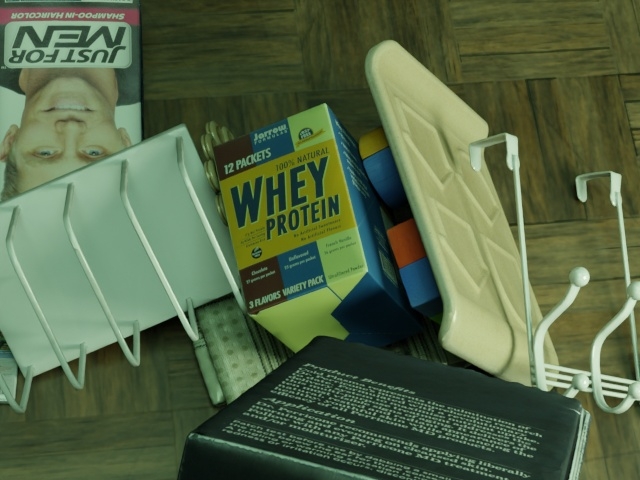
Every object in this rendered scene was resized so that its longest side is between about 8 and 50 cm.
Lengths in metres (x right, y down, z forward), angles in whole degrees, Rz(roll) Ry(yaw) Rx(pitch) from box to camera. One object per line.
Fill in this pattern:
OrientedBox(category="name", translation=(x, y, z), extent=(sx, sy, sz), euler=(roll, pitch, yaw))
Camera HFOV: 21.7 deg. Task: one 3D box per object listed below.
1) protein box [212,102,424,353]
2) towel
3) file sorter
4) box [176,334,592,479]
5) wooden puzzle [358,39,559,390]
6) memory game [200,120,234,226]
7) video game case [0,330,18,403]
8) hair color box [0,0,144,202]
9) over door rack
OrientedBox(category="protein box", translation=(0.000, 0.000, 1.792), extent=(0.136, 0.200, 0.201), euler=(-20, 63, 13))
OrientedBox(category="towel", translation=(-0.008, 0.049, 1.931), extent=(0.312, 0.056, 0.324), euler=(-14, 64, -16))
OrientedBox(category="file sorter", translation=(-0.228, 0.034, 1.759), extent=(0.277, 0.173, 0.193), euler=(-23, 107, 0))
OrientedBox(category="box", translation=(0.031, 0.371, 1.422), extent=(0.297, 0.472, 0.480), euler=(15, 98, 11))
OrientedBox(category="wooden puzzle", translation=(0.143, -0.012, 1.856), extent=(0.080, 0.322, 0.348), euler=(-22, 66, 21))
OrientedBox(category="memory game", translation=(-0.087, -0.045, 1.842), extent=(0.012, 0.186, 0.186), euler=(-20, 65, 13))
OrientedBox(category="video game case", translation=(-0.380, 0.122, 1.867), extent=(0.087, 0.011, 0.122), euler=(2, 64, -5))
OrientedBox(category="hair color box", translation=(-0.292, -0.136, 1.950), extent=(0.174, 0.105, 0.347), euler=(-1, 65, -6))
OrientedBox(category="over door rack", translation=(0.306, 0.033, 1.869), extent=(0.239, 0.108, 0.324), euler=(14, 55, -46))
